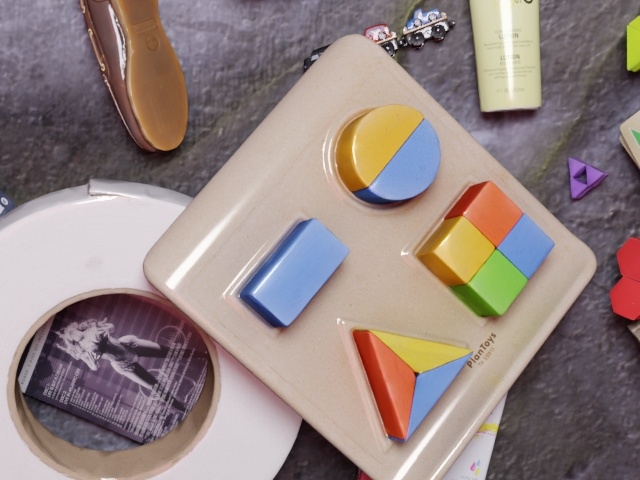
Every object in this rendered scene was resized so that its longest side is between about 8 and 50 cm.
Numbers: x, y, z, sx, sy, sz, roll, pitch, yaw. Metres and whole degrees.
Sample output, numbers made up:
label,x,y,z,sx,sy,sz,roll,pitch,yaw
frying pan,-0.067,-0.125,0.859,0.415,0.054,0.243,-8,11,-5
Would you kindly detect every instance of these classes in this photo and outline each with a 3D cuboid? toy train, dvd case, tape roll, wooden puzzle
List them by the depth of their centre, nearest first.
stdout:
label,x,y,z,sx,sy,sz,roll,pitch,yaw
wooden puzzle,0.061,0.019,1.095,0.348,0.080,0.322,41,76,-6
tape roll,-0.205,0.134,1.159,0.391,0.072,0.392,-3,105,-11
toy train,0.058,-0.198,1.164,0.158,0.027,0.036,-18,87,7
dvd case,-0.204,0.124,1.235,0.221,0.018,0.165,23,100,-1

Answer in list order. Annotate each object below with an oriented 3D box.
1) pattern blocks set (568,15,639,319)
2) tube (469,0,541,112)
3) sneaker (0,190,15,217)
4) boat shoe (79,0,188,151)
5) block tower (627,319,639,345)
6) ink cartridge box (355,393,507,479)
label,x,y,z,sx,sy,sz,roll,pitch,yaw
pattern blocks set,0.366,-0.094,1.064,0.325,0.026,0.286,-30,70,43
tube,0.178,-0.246,1.134,0.070,0.062,0.240,-7,95,-36
sneaker,-0.388,-0.099,1.174,0.099,0.153,0.282,-15,64,35
boat shoe,-0.191,-0.188,1.163,0.073,0.073,0.207,-7,97,43
block tower,0.468,0.028,1.142,0.335,0.091,0.097,-34,96,7
ink cartridge box,0.116,0.185,1.197,0.127,0.072,0.175,13,100,1
